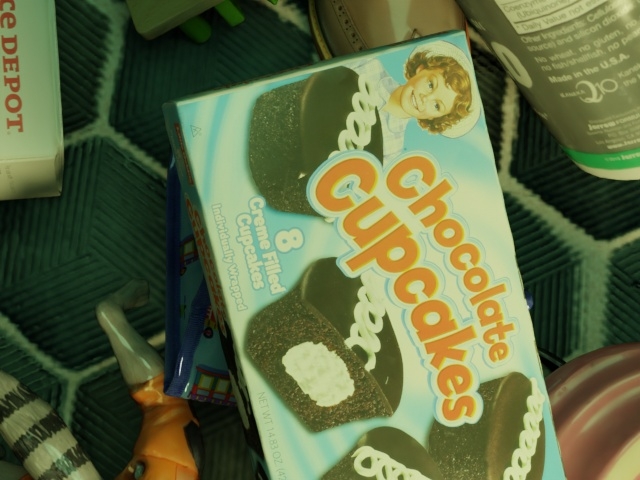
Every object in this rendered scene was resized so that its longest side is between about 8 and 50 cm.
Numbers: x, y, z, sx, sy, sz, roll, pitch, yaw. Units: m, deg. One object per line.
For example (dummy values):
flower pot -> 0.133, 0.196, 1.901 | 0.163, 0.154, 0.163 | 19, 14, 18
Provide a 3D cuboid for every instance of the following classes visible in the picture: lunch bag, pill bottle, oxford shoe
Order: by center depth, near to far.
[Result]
lunch bag -> 0.000, 0.000, 1.168 | 0.220, 0.293, 0.138 | 13, 118, -16
pill bottle -> 0.186, -0.233, 1.181 | 0.204, 0.204, 0.361 | -50, 121, -16
oxford shoe -> 0.053, -0.244, 1.282 | 0.130, 0.133, 0.364 | -9, 77, -10

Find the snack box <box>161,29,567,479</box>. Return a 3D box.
snack box -> 0.033, 0.047, 0.985 | 0.187, 0.060, 0.322 | -16, 98, -14

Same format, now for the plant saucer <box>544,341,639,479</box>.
plant saucer -> 0.247, 0.241, 1.135 | 0.332, 0.084, 0.332 | -1, 91, -31

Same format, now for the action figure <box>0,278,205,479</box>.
action figure -> -0.159, 0.239, 1.070 | 0.341, 0.178, 0.330 | -39, 60, 8

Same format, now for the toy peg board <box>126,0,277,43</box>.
toy peg board -> -0.084, -0.249, 1.284 | 0.161, 0.079, 0.161 | -27, 63, 11

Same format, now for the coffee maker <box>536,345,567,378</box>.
coffee maker -> 0.137, 0.193, 1.185 | 0.178, 0.120, 0.171 | -36, 83, -15

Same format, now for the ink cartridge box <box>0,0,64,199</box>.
ink cartridge box -> -0.341, -0.131, 1.205 | 0.283, 0.117, 0.207 | -4, 76, -8
